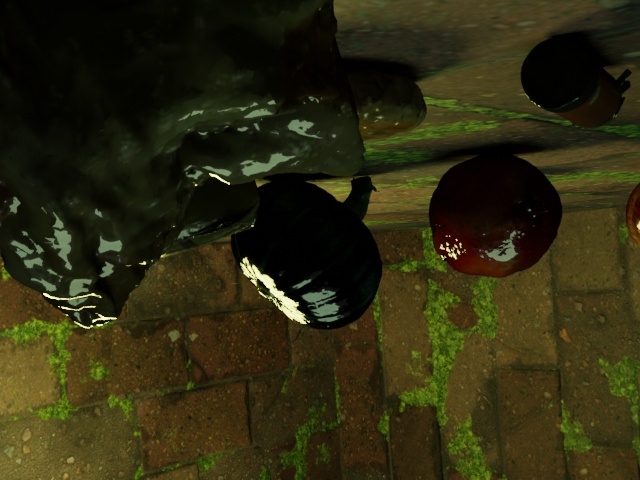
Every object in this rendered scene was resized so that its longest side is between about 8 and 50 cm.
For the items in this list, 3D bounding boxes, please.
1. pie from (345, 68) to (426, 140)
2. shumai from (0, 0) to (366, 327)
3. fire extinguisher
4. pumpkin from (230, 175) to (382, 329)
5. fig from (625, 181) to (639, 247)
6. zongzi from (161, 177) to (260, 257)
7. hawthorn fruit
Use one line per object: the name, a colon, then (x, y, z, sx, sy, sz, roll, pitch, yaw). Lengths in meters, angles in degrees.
pie: (-0.017, -0.097, 0.706, 0.195, 0.046, 0.195, -5, 179, 0)
shumai: (-0.074, -0.066, 0.417, 0.175, 0.166, 0.206, -26, -179, -5)
fire extinguisher: (0.198, -0.114, 0.685, 0.062, 0.050, 0.177, -47, 161, 20)
pumpkin: (0.000, 0.000, 1.378, 0.248, 0.248, 0.248, -4, 178, 0)
fig: (0.622, -0.052, 1.539, 0.205, 0.205, 0.205, -4, 178, 0)
zongzi: (-0.200, -0.046, 0.840, 0.260, 0.123, 0.289, -9, 173, 6)
hawthorn fruit: (0.241, -0.039, 1.202, 0.181, 0.181, 0.235, -4, 173, -14)
